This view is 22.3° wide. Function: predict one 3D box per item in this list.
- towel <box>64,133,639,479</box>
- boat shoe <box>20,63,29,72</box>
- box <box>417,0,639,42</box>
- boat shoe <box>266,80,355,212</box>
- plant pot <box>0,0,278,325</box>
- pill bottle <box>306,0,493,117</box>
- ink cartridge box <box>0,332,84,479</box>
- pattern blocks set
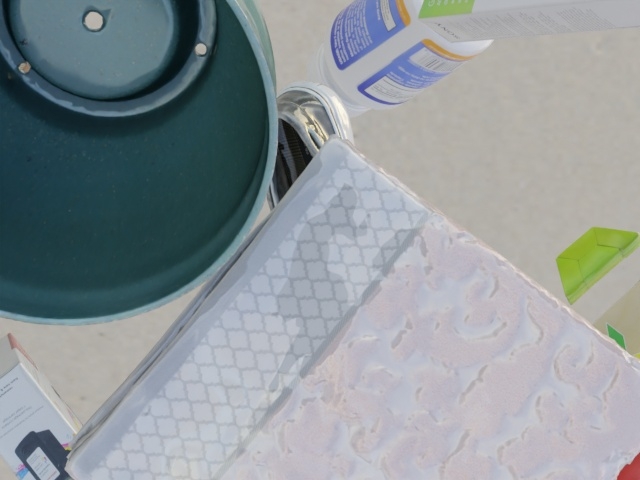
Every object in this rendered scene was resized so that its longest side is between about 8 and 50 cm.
[{"bbox_3d":[0.029,0.137,1.148,0.332,0.317,0.053,-50,168,-3],"label":"towel"},{"bbox_3d":[-0.312,-0.226,1.686,0.116,0.324,0.123,-14,70,-33],"label":"boat shoe"},{"bbox_3d":[0.245,-0.293,1.414,0.058,0.322,0.232,31,72,-39],"label":"box"},{"bbox_3d":[0.000,0.000,1.742,0.119,0.121,0.335,-41,114,-56],"label":"boat shoe"},{"bbox_3d":[-0.163,-0.119,1.055,0.196,0.293,0.293,-80,152,-61],"label":"plant pot"},{"bbox_3d":[0.100,-0.265,2.155,0.152,0.272,0.152,14,64,-31],"label":"pill bottle"},{"bbox_3d":[-0.275,0.190,1.591,0.072,0.127,0.175,-37,108,-6],"label":"ink cartridge box"},{"bbox_3d":[0.312,0.081,1.386,0.325,0.285,0.026,-35,138,-3],"label":"pattern blocks set"}]
